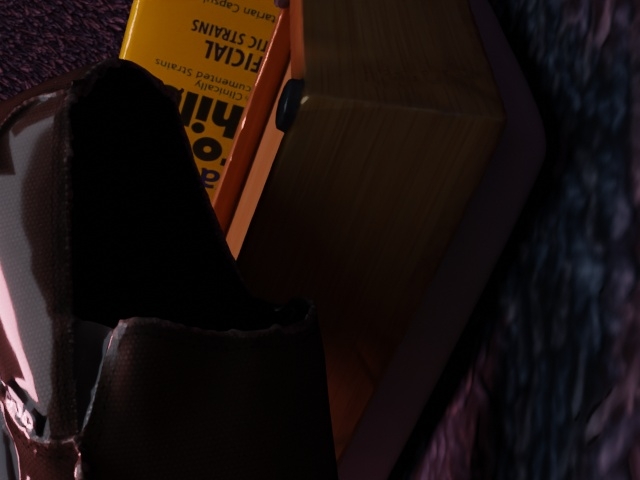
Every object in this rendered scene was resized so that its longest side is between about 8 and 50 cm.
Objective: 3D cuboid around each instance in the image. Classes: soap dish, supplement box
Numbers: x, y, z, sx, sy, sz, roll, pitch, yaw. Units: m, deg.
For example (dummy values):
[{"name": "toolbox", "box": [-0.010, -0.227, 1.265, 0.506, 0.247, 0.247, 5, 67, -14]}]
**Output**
[{"name": "soap dish", "box": [0.000, 0.000, 0.598, 0.229, 0.118, 0.291, -93, 22, -57]}, {"name": "supplement box", "box": [-0.069, -0.146, 0.932, 0.195, 0.194, 0.356, -88, 17, -50]}]

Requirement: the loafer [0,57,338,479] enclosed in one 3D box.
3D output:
[{"name": "loafer", "box": [-0.057, 0.079, 0.432, 0.130, 0.134, 0.366, -41, 70, 36]}]
